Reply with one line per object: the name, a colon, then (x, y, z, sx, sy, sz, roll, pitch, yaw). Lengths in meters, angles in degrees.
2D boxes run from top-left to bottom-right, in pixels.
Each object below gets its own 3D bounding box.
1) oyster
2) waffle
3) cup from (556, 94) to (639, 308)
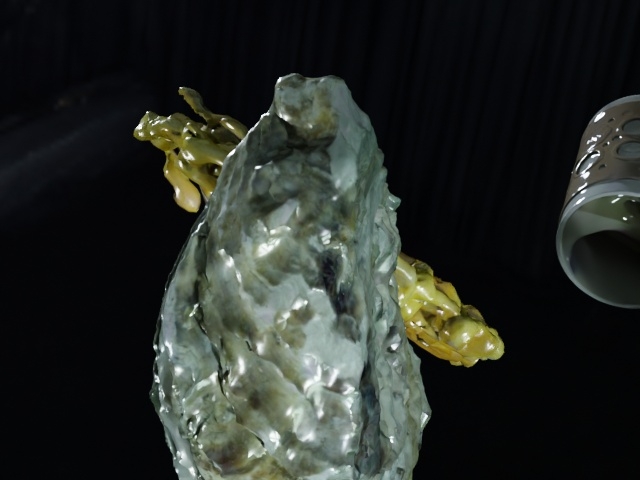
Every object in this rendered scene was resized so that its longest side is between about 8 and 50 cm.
oyster: (-0.005, 0.061, 0.849, 0.112, 0.267, 0.198, 13, -125, 35)
waffle: (-0.002, 0.003, 1.079, 0.280, 0.060, 0.262, 30, 171, 41)
cup: (0.173, -0.032, 0.810, 0.074, 0.102, 0.099, 36, -141, -12)
